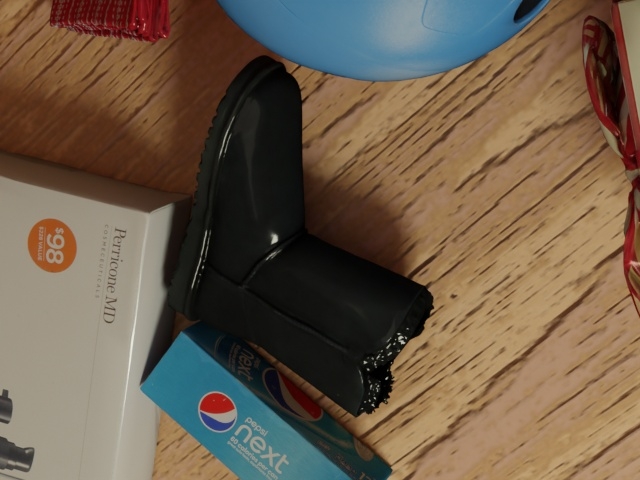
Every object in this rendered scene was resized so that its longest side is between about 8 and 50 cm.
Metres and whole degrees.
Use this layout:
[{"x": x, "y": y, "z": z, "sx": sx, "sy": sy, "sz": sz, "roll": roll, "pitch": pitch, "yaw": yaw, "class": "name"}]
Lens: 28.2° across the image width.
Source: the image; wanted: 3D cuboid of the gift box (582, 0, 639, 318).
[{"x": 0.304, "y": -0.074, "z": 0.803, "sx": 0.258, "sy": 0.276, "sz": 0.255, "roll": -10, "pitch": 92, "yaw": 22, "class": "gift box"}]

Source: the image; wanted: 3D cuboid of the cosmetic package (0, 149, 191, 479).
[{"x": -0.283, "y": 0.114, "z": 1.142, "sx": 0.284, "sy": 0.097, "sz": 0.377, "roll": 13, "pitch": 105, "yaw": 14, "class": "cosmetic package"}]

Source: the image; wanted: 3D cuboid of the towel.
[{"x": -0.169, "y": -0.252, "z": 0.959, "sx": 0.031, "sy": 0.275, "sz": 0.199, "roll": -5, "pitch": 102, "yaw": -24, "class": "towel"}]

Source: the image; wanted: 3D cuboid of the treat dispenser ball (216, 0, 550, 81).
[{"x": 0.041, "y": -0.250, "z": 0.846, "sx": 0.288, "sy": 0.288, "sz": 0.288, "roll": 4, "pitch": 102, "yaw": 19, "class": "treat dispenser ball"}]

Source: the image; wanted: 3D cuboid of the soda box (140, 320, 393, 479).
[{"x": -0.045, "y": 0.160, "z": 1.079, "sx": 0.210, "sy": 0.067, "sz": 0.071, "roll": 40, "pitch": 110, "yaw": 8, "class": "soda box"}]

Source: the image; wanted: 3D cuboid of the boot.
[{"x": 0.000, "y": 0.000, "z": 1.014, "sx": 0.207, "sy": 0.094, "sz": 0.246, "roll": 26, "pitch": 115, "yaw": 17, "class": "boot"}]
